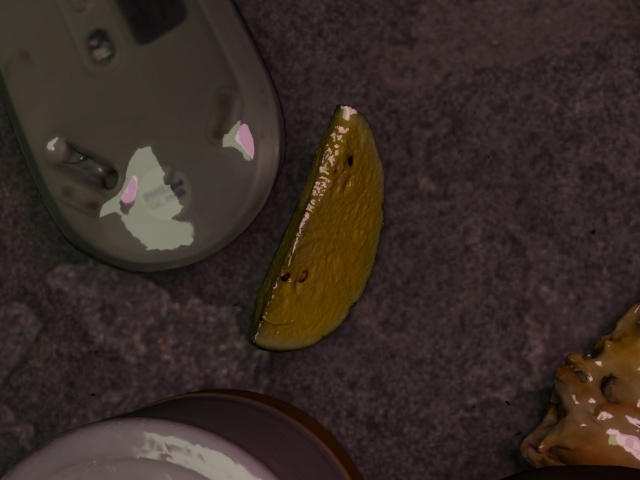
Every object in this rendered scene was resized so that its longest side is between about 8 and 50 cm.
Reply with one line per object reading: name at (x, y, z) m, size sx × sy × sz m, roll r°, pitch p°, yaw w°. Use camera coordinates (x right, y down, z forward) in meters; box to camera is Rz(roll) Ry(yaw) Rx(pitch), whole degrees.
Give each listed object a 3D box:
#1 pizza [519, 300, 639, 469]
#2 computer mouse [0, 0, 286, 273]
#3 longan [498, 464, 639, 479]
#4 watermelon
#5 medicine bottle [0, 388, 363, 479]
pizza at (0.396, 0.110, 0.624) m, size 0.392 × 0.080 × 0.435 m, roll 43°, pitch 113°, yaw 11°
computer mouse at (-0.148, -0.132, 0.775) m, size 0.197 × 0.095 × 0.331 m, roll -25°, pitch 74°, yaw 4°
longan at (0.187, 0.280, 0.540) m, size 0.360 × 0.361 × 0.361 m, roll -1°, pitch 86°, yaw 8°
watermelon at (0.009, 0.004, 0.744) m, size 0.075 × 0.092 × 0.182 m, roll 22°, pitch 81°, yaw -4°
medicine bottle at (-0.089, 0.225, 0.666) m, size 0.237 × 0.232 × 0.238 m, roll -1°, pitch 86°, yaw 9°
